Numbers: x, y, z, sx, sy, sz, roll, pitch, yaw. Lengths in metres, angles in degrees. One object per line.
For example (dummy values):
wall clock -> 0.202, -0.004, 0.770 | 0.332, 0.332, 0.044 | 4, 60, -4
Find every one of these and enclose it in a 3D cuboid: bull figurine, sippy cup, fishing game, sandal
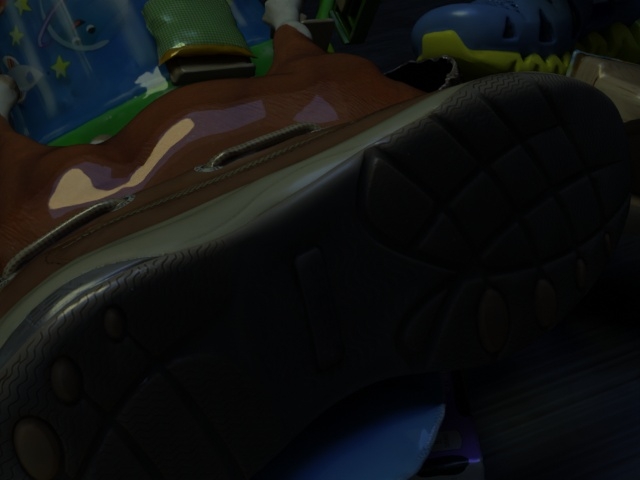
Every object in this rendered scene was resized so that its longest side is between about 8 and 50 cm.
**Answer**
bull figurine -> -0.038, -0.049, 0.545 | 0.310, 0.101, 0.188 | -17, 40, -18
sippy cup -> -0.160, -0.174, 0.774 | 0.305, 0.224, 0.240 | -30, 7, -34
fishing game -> -0.037, 0.083, 0.435 | 0.189, 0.041, 0.264 | -17, 24, -17
sandal -> 0.180, -0.197, 0.830 | 0.126, 0.138, 0.317 | 5, 18, 38

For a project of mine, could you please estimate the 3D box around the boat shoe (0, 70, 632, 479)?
boat shoe -> 0.000, 0.000, 0.422 | 0.324, 0.123, 0.116 | -19, 22, -32

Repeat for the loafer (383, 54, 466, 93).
loafer -> -0.047, -0.045, 0.699 | 0.365, 0.130, 0.134 | -21, 32, -20

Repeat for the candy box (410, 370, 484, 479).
candy box -> -0.024, 0.092, 0.521 | 0.196, 0.070, 0.165 | -7, 31, 2

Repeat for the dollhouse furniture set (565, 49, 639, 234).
dollhouse furniture set -> 0.305, -0.204, 0.680 | 0.394, 0.362, 0.256 | 6, 21, -29

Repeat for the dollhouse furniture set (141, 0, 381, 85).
dollhouse furniture set -> -0.035, -0.150, 0.655 | 0.151, 0.059, 0.076 | -9, 57, -22
